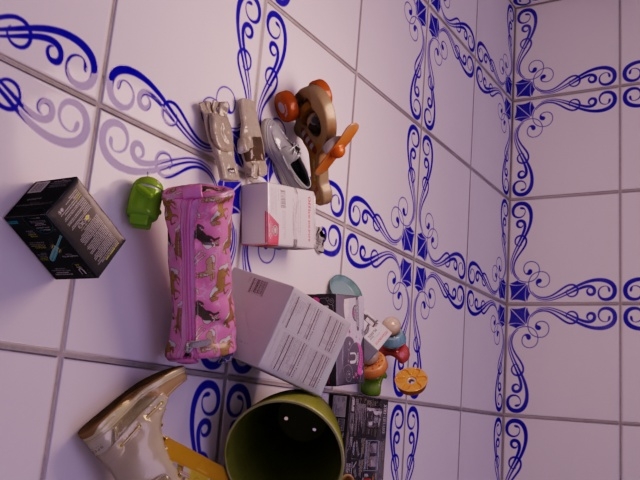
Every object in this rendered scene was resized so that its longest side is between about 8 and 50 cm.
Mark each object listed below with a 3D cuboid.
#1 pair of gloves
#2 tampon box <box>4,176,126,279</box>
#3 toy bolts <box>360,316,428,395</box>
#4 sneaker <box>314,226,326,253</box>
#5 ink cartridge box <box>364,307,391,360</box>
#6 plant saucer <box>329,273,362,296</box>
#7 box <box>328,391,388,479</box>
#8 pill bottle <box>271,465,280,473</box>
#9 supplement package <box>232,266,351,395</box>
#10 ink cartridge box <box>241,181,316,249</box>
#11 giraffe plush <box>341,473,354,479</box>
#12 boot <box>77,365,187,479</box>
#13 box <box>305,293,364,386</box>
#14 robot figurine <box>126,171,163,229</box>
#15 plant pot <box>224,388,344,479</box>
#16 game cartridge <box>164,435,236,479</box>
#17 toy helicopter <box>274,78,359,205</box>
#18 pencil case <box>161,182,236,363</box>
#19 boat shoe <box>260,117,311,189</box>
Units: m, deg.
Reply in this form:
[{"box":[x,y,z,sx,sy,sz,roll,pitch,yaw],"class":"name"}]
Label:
[{"box":[-0.207,-0.245,1.935,0.240,0.042,0.204,-20,99,-64],"class":"pair of gloves"},{"box":[-0.460,-0.019,1.435,0.161,0.120,0.101,61,40,-35],"class":"tampon box"},{"box":[0.228,0.349,2.441,0.228,0.218,0.158,-64,152,-49],"class":"toy bolts"},{"box":[0.000,0.000,2.257,0.032,0.037,0.083,-47,127,-52],"class":"sneaker"},{"box":[0.123,0.265,2.331,0.150,0.063,0.109,41,36,6],"class":"ink cartridge box"},{"box":[0.071,0.155,2.330,0.119,0.021,0.119,25,41,-23],"class":"plant saucer"},{"box":[0.107,0.611,2.338,0.242,0.077,0.307,23,68,-56],"class":"box"},{"box":[-0.115,0.594,1.992,0.116,0.065,0.065,4,84,-58],"class":"pill bottle"},{"box":[-0.101,0.217,1.873,0.263,0.199,0.198,37,73,-49],"class":"supplement package"},{"box":[-0.105,-0.059,2.041,0.218,0.092,0.158,7,82,-56],"class":"ink cartridge box"},{"box":[0.039,0.720,2.129,0.181,0.210,0.170,-2,83,-34],"class":"giraffe plush"},{"box":[-0.329,0.388,1.583,0.262,0.095,0.203,-37,100,-49],"class":"boot"},{"box":[0.028,0.272,2.179,0.163,0.142,0.247,10,79,-57],"class":"box"},{"box":[-0.364,-0.082,1.646,0.101,0.067,0.115,80,17,-69],"class":"robot figurine"},{"box":[-0.061,0.471,1.920,0.293,0.275,0.274,-40,123,-79],"class":"plant pot"},{"box":[-0.286,0.613,1.672,0.285,0.053,0.323,46,37,-46],"class":"game cartridge"},{"box":[0.005,-0.245,2.138,0.140,0.235,0.355,-24,129,-27],"class":"toy helicopter"},{"box":[-0.256,0.066,1.674,0.160,0.167,0.386,-6,103,-33],"class":"pencil case"},{"box":[-0.084,-0.227,2.096,0.079,0.081,0.227,-61,138,-42],"class":"boat shoe"}]
